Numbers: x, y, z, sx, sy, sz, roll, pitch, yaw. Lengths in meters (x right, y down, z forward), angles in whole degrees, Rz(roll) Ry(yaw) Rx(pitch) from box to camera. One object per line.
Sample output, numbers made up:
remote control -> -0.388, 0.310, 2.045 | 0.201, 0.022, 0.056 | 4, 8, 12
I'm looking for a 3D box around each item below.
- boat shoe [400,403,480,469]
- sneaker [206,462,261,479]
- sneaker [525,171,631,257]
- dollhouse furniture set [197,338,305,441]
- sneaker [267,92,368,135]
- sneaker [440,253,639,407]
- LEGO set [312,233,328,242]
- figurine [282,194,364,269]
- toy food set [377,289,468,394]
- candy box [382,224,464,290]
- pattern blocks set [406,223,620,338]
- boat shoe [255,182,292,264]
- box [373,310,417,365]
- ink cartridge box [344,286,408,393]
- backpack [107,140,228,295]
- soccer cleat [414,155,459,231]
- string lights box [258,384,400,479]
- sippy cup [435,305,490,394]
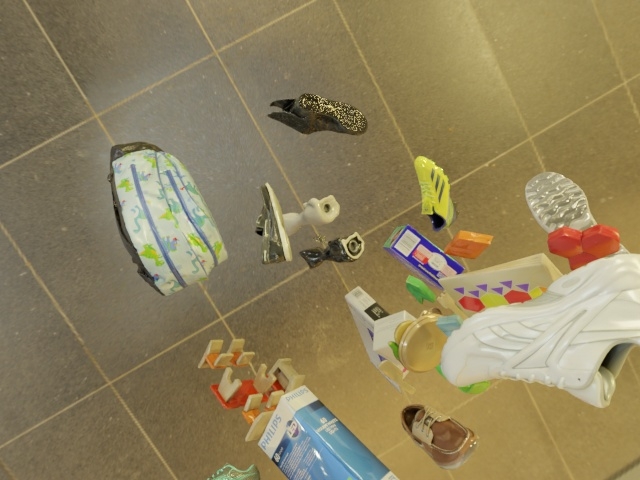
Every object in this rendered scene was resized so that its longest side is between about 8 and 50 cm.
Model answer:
boat shoe -> 0.293, 0.500, 1.256 | 0.116, 0.324, 0.123 | 45, 71, -1
sneaker -> -0.189, 0.464, 0.911 | 0.166, 0.076, 0.065 | 8, 139, -19
sneaker -> 0.515, -0.014, 0.989 | 0.105, 0.115, 0.281 | -28, 64, 8
dollhouse furniture set -> -0.171, 0.398, 1.273 | 0.259, 0.262, 0.135 | 11, 114, -49
sneaker -> -0.005, -0.223, 0.876 | 0.170, 0.089, 0.051 | 15, 75, -22
sneaker -> 0.218, 0.110, 0.462 | 0.090, 0.115, 0.232 | 14, 140, -39
LEGO set -> -0.002, -0.001, 1.712 | 0.083, 0.054, 0.024 | 0, 121, -51
figurine -> -0.014, -0.016, 1.391 | 0.215, 0.209, 0.092 | 55, 46, -15
toy food set -> 0.196, 0.191, 0.917 | 0.192, 0.038, 0.132 | -47, 119, -4
candy box -> 0.390, 0.066, 1.879 | 0.268, 0.317, 0.122 | 38, 90, 1
pattern blocks set -> 0.292, 0.083, 0.730 | 0.285, 0.324, 0.026 | 53, 48, -30
boat shoe -> -0.130, -0.046, 1.199 | 0.079, 0.084, 0.233 | -16, 60, 4
box -> 0.201, 0.246, 1.201 | 0.102, 0.087, 0.101 | -29, 128, 36
ink cartridge box -> 0.190, 0.323, 1.525 | 0.069, 0.175, 0.371 | -33, 131, -15
backpack -> -0.373, -0.040, 1.163 | 0.273, 0.356, 0.290 | -11, 133, -4
soccer cleat -> 0.376, -0.149, 1.610 | 0.121, 0.093, 0.289 | -41, 123, -11
string lights box -> 0.011, 0.412, 0.887 | 0.259, 0.076, 0.133 | 38, 115, 29
sippy cup -> 0.534, 0.362, 1.695 | 0.240, 0.224, 0.305 | -17, 57, -30
